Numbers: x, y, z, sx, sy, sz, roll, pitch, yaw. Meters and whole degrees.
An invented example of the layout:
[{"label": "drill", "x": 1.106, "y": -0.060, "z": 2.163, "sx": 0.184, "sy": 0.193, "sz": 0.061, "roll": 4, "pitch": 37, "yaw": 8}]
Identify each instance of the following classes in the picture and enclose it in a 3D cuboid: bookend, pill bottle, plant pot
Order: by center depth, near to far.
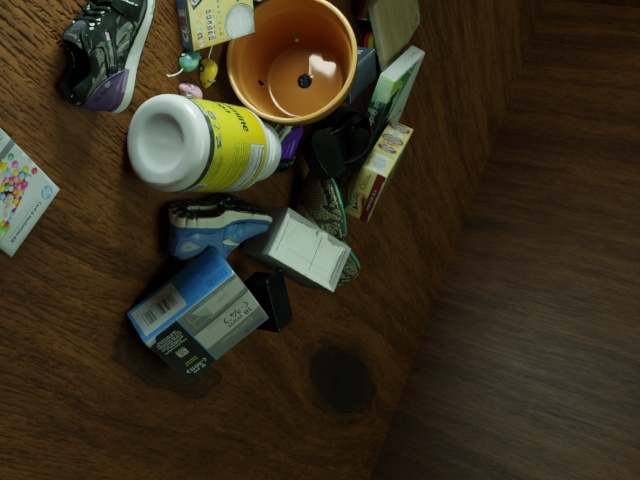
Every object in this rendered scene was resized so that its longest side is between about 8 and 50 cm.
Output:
[{"label": "pill bottle", "x": -0.225, "y": -0.195, "z": 1.525, "sx": 0.334, "sy": 0.188, "sz": 0.187, "roll": -8, "pitch": 112, "yaw": -63}, {"label": "plant pot", "x": -0.049, "y": -0.393, "z": 1.694, "sx": 0.203, "sy": 0.291, "sz": 0.290, "roll": 23, "pitch": 83, "yaw": -80}, {"label": "bookend", "x": -0.167, "y": 0.148, "z": 1.907, "sx": 0.072, "sy": 0.157, "sz": 0.156, "roll": -42, "pitch": 127, "yaw": -48}]

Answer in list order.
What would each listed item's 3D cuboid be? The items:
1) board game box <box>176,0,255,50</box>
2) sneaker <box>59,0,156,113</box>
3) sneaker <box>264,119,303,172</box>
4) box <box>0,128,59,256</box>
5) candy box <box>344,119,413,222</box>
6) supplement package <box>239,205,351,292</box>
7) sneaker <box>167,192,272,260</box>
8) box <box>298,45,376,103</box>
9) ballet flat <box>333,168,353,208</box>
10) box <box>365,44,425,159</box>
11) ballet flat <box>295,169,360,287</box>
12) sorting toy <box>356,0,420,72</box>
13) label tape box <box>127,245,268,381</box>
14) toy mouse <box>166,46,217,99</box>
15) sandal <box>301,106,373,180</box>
[{"label": "board game box", "x": -0.215, "y": -0.522, "z": 1.474, "sx": 0.165, "sy": 0.042, "sz": 0.243, "roll": -28, "pitch": 131, "yaw": -35}, {"label": "sneaker", "x": -0.368, "y": -0.361, "z": 1.246, "sx": 0.124, "sy": 0.107, "sz": 0.283, "roll": -4, "pitch": 108, "yaw": -57}, {"label": "sneaker", "x": -0.121, "y": -0.216, "z": 1.821, "sx": 0.293, "sy": 0.102, "sz": 0.146, "roll": -52, "pitch": 147, "yaw": -39}, {"label": "box", "x": -0.519, "y": -0.081, "z": 1.170, "sx": 0.145, "sy": 0.038, "sz": 0.186, "roll": -62, "pitch": 153, "yaw": -23}, {"label": "candy box", "x": 0.182, "y": -0.219, "z": 2.262, "sx": 0.316, "sy": 0.088, "sz": 0.183, "roll": -57, "pitch": 172, "yaw": -49}, {"label": "supplement package", "x": -0.063, "y": 0.025, "z": 1.933, "sx": 0.244, "sy": 0.134, "sz": 0.139, "roll": 33, "pitch": 73, "yaw": -36}, {"label": "sneaker", "x": -0.240, "y": -0.020, "z": 1.699, "sx": 0.330, "sy": 0.130, "sz": 0.147, "roll": -10, "pitch": 125, "yaw": -56}, {"label": "box", "x": 0.045, "y": -0.450, "z": 1.956, "sx": 0.156, "sy": 0.158, "sz": 0.093, "roll": -49, "pitch": 145, "yaw": -40}, {"label": "ballet flat", "x": 0.049, "y": -0.190, "z": 2.227, "sx": 0.077, "sy": 0.091, "sz": 0.240, "roll": 18, "pitch": 83, "yaw": -36}, {"label": "box", "x": 0.214, "y": -0.429, "z": 2.311, "sx": 0.232, "sy": 0.058, "sz": 0.322, "roll": -49, "pitch": 163, "yaw": -42}, {"label": "ballet flat", "x": 0.000, "y": 0.000, "z": 2.159, "sx": 0.182, "sy": 0.164, "sz": 0.482, "roll": -36, "pitch": 144, "yaw": -14}, {"label": "sorting toy", "x": 0.197, "y": -0.687, "z": 2.209, "sx": 0.255, "sy": 0.089, "sz": 0.257, "roll": -60, "pitch": 152, "yaw": -26}, {"label": "label tape box", "x": -0.252, "y": 0.196, "z": 1.684, "sx": 0.241, "sy": 0.106, "sz": 0.333, "roll": -39, "pitch": 145, "yaw": -8}, {"label": "toy mouse", "x": -0.265, "y": -0.344, "z": 1.538, "sx": 0.143, "sy": 0.031, "sz": 0.161, "roll": -16, "pitch": 119, "yaw": -61}, {"label": "sandal", "x": 0.080, "y": -0.278, "z": 2.057, "sx": 0.167, "sy": 0.107, "sz": 0.446, "roll": 61, "pitch": 26, "yaw": -13}]
